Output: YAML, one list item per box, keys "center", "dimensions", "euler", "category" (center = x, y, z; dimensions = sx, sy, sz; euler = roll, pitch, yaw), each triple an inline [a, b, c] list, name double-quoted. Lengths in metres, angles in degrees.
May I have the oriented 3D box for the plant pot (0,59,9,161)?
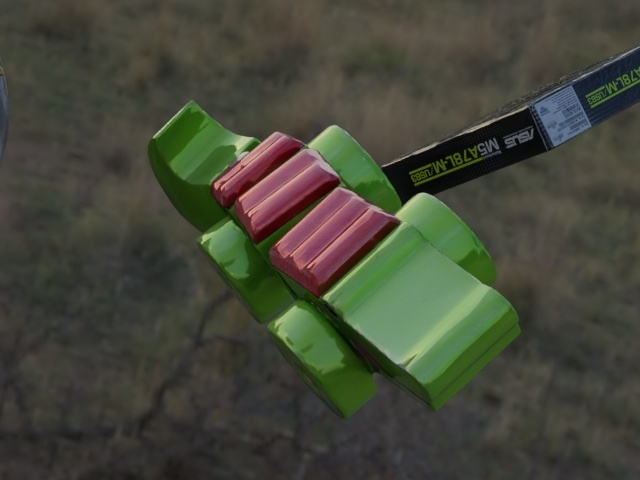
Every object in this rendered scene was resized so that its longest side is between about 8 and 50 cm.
- center: [-0.400, -0.095, 1.345]
  dimensions: [0.280, 0.323, 0.323]
  euler: [-16, 2, 22]
  category: "plant pot"

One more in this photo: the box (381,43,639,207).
- center: [0.173, -0.097, 1.454]
  dimensions: [0.190, 0.045, 0.184]
  euler: [-28, 2, -39]
  category: "box"

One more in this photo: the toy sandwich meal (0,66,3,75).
- center: [-0.163, -0.063, 0.841]
  dimensions: [0.029, 0.085, 0.085]
  euler: [-10, 14, 3]
  category: "toy sandwich meal"

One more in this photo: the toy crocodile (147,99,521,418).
- center: [0.000, 0.000, 0.990]
  dimensions: [0.105, 0.115, 0.340]
  euler: [53, -6, -29]
  category: "toy crocodile"
